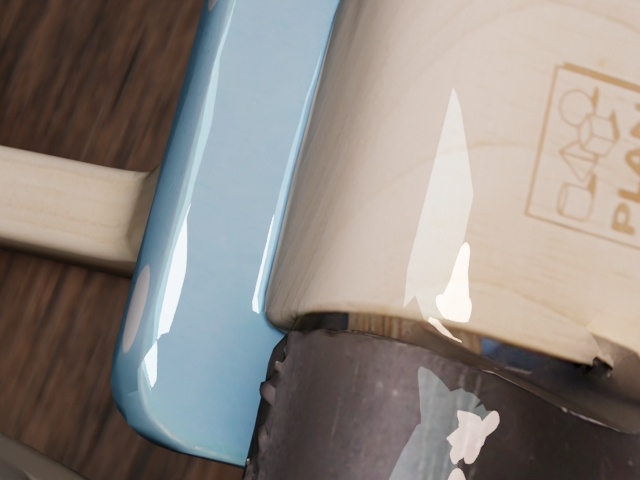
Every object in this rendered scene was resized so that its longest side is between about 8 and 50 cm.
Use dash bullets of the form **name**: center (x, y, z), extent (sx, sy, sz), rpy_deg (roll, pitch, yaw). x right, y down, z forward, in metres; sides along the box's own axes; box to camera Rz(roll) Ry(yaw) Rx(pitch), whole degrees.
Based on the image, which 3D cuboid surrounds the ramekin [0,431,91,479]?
- **ramekin**: center (-0.060, 0.184, 0.490), extent (0.303, 0.303, 0.148), rpy_deg (32, 83, 28)

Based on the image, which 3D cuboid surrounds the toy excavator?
- **toy excavator**: center (0.000, 0.000, 0.568), extent (0.433, 0.445, 0.222), rpy_deg (15, 79, -14)
